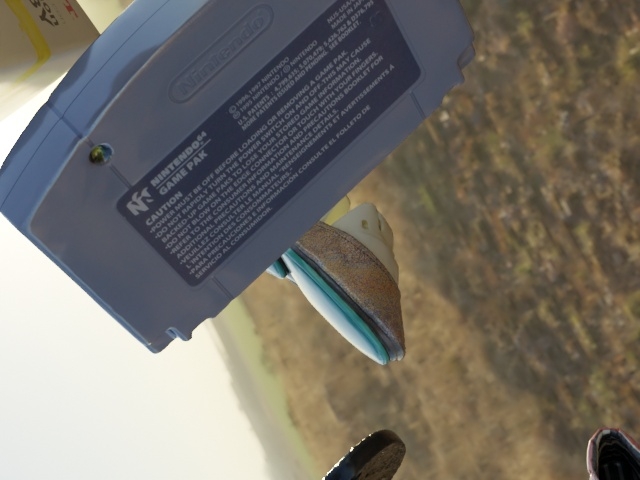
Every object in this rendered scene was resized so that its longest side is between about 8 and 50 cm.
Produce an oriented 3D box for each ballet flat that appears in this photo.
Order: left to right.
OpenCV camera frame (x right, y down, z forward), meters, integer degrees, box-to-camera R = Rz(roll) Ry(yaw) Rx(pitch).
[{"bbox_3d":[0.000,0.000,1.112,0.316,0.106,0.107,35,161,46],"label":"ballet flat"}]

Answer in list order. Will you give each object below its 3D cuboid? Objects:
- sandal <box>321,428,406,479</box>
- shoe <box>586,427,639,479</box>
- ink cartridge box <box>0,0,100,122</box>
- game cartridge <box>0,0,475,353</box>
[{"bbox_3d":[0.033,0.376,1.458,0.107,0.167,0.445,41,141,22],"label":"sandal"},{"bbox_3d":[0.263,0.247,1.035,0.178,0.063,0.081,-94,-11,-47],"label":"shoe"},{"bbox_3d":[-0.360,-0.210,0.942,0.279,0.160,0.384,55,-166,-7],"label":"ink cartridge box"},{"bbox_3d":[-0.043,-0.080,0.730,0.060,0.294,0.196,42,172,36],"label":"game cartridge"}]
